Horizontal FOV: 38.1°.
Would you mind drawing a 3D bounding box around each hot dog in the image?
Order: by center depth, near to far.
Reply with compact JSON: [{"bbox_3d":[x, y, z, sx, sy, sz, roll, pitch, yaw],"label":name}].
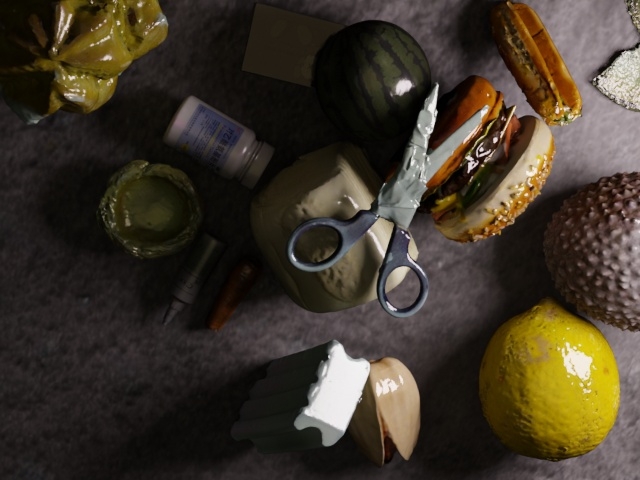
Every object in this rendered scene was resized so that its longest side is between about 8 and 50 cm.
[{"bbox_3d":[0.376,-0.314,1.638,0.072,0.115,0.269,-40,57,38],"label":"hot dog"}]

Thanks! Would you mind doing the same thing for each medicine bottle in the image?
[{"bbox_3d":[-0.183,-0.176,1.686,0.186,0.103,0.103,31,98,-7],"label":"medicine bottle"},{"bbox_3d":[-0.246,0.076,1.751,0.057,0.057,0.199,32,98,-7],"label":"medicine bottle"}]

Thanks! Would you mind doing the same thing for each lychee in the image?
[{"bbox_3d":[0.547,0.021,1.658,0.300,0.300,0.300,0,100,-2],"label":"lychee"}]

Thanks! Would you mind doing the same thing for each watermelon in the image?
[{"bbox_3d":[0.093,-0.277,1.627,0.212,0.212,0.212,0,100,-2],"label":"watermelon"}]

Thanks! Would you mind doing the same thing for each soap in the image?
[{"bbox_3d":[-0.041,0.297,1.711,0.095,0.289,0.173,35,61,-17],"label":"soap"}]

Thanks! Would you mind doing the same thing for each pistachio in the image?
[{"bbox_3d":[0.120,0.326,1.767,0.157,0.157,0.229,-13,113,0],"label":"pistachio"}]

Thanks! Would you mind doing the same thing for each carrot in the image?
[{"bbox_3d":[-0.167,0.100,1.765,0.055,0.055,0.161,33,104,-8],"label":"carrot"}]

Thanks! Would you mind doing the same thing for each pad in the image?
[{"bbox_3d":[-0.042,-0.353,1.710,0.190,0.004,0.127,13,99,-4],"label":"pad"}]

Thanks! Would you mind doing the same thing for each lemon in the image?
[{"bbox_3d":[0.421,0.259,1.719,0.258,0.258,0.310,-1,98,-2],"label":"lemon"}]

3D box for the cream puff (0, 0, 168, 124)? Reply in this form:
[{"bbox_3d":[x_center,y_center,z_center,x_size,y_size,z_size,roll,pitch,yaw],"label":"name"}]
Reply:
[{"bbox_3d":[-0.442,-0.382,1.553,0.378,0.275,0.378,0,98,0],"label":"cream puff"}]

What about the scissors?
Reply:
[{"bbox_3d":[0.136,-0.071,1.498,0.256,0.029,0.383,29,103,-12],"label":"scissors"}]

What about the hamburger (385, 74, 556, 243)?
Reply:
[{"bbox_3d":[0.263,-0.133,1.626,0.225,0.291,0.291,39,96,-9],"label":"hamburger"}]

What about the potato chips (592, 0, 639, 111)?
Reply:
[{"bbox_3d":[0.616,-0.349,1.730,0.202,0.029,0.220,8,103,-4],"label":"potato chips"}]

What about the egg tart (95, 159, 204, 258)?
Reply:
[{"bbox_3d":[-0.310,-0.057,1.716,0.197,0.078,0.197,-1,102,-3],"label":"egg tart"}]

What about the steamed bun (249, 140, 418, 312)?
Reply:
[{"bbox_3d":[0.000,0.000,1.674,0.272,0.273,0.290,-33,96,20],"label":"steamed bun"}]
